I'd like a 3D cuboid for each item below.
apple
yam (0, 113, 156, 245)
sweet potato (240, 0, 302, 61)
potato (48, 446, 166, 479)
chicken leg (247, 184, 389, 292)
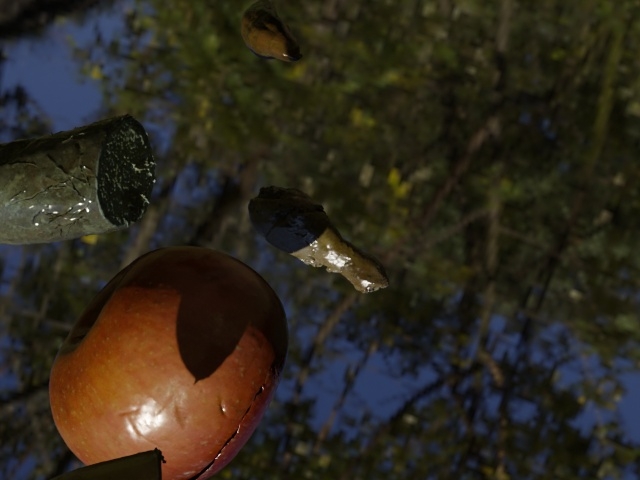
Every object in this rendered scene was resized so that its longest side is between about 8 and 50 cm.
[{"bbox_3d":[-0.167,0.130,1.745,0.206,0.272,0.252,33,-142,-22],"label":"apple"},{"bbox_3d":[-0.352,-0.071,2.140,0.254,0.154,0.154,-9,-160,13],"label":"yam"},{"bbox_3d":[-0.069,-0.253,1.911,0.053,0.054,0.182,53,-174,-28],"label":"sweet potato"},{"bbox_3d":[-0.212,0.262,1.401,0.117,0.182,0.202,12,-148,-13],"label":"potato"},{"bbox_3d":[-0.001,0.001,1.964,0.198,0.085,0.069,36,-152,3],"label":"chicken leg"}]
